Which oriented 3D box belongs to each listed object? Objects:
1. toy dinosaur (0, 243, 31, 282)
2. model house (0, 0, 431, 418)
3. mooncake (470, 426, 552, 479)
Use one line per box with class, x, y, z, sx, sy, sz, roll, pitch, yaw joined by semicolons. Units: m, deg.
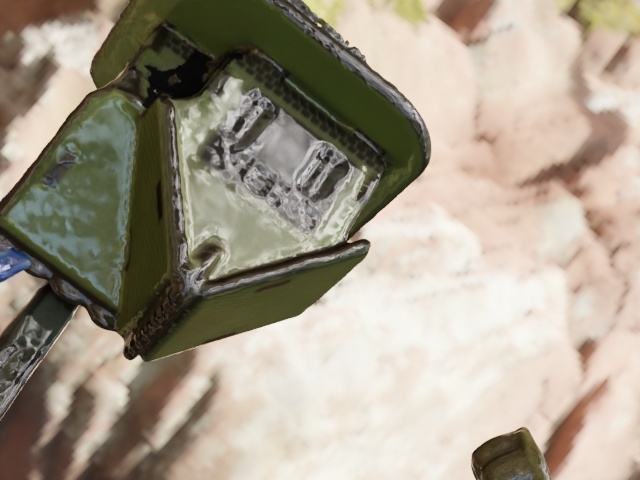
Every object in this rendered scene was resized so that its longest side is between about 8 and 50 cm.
toy dinosaur;-0.250;0.035;0.734;0.247;0.188;0.075;-58;166;-58
model house;-0.102;0.005;1.055;0.278;0.205;0.218;-54;-175;-32
mooncake;0.010;-0.009;0.767;0.057;0.347;0.150;-37;179;-9
